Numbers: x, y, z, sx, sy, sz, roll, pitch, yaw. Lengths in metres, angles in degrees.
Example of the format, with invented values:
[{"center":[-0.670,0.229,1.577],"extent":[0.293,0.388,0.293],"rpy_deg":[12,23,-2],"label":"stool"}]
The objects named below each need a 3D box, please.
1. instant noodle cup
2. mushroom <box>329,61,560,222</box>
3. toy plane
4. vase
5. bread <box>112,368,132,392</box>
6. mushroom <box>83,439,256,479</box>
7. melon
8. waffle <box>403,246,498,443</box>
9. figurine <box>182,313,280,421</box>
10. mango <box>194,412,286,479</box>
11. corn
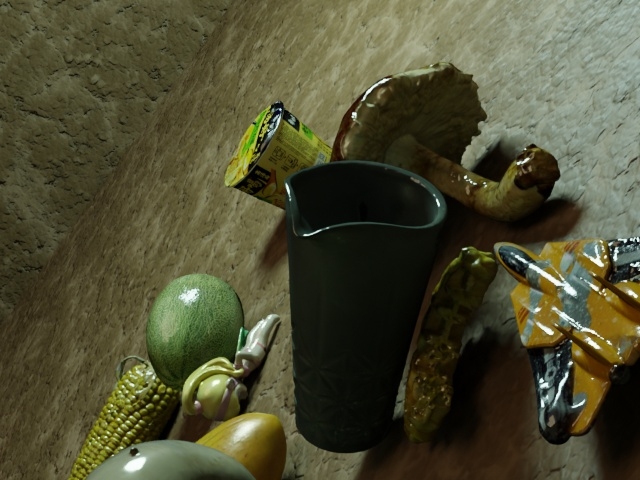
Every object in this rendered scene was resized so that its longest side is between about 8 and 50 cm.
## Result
[{"center":[-0.055,-0.113,2.311],"extent":[0.151,0.122,0.151],"rpy_deg":[-50,17,21],"label":"instant noodle cup"},{"center":[0.119,-0.056,1.709],"extent":[0.302,0.208,0.233],"rpy_deg":[-110,13,-56],"label":"mushroom"},{"center":[0.218,0.052,1.360],"extent":[0.204,0.103,0.316],"rpy_deg":[-55,11,3],"label":"toy plane"},{"center":[0.042,0.064,1.575],"extent":[0.251,0.156,0.301],"rpy_deg":[-34,-41,-46],"label":"vase"},{"center":[-0.303,0.261,2.455],"extent":[0.073,0.053,0.214],"rpy_deg":[-49,19,14],"label":"bread"},{"center":[-0.114,0.344,1.553],"extent":[0.290,0.292,0.292],"rpy_deg":[0,55,35],"label":"mushroom"},{"center":[-0.177,0.123,2.205],"extent":[0.139,0.139,0.192],"rpy_deg":[-40,29,44],"label":"melon"},{"center":[0.119,0.101,1.524],"extent":[0.149,0.051,0.194],"rpy_deg":[103,-173,-70],"label":"waffle"},{"center":[-0.118,0.169,2.094],"extent":[0.187,0.083,0.083],"rpy_deg":[-56,15,-30],"label":"figurine"},{"center":[-0.127,0.304,1.799],"extent":[0.252,0.126,0.154],"rpy_deg":[-51,6,-1],"label":"mango"},{"center":[-0.302,0.311,2.294],"extent":[0.293,0.106,0.106],"rpy_deg":[-63,18,-11],"label":"corn"}]
